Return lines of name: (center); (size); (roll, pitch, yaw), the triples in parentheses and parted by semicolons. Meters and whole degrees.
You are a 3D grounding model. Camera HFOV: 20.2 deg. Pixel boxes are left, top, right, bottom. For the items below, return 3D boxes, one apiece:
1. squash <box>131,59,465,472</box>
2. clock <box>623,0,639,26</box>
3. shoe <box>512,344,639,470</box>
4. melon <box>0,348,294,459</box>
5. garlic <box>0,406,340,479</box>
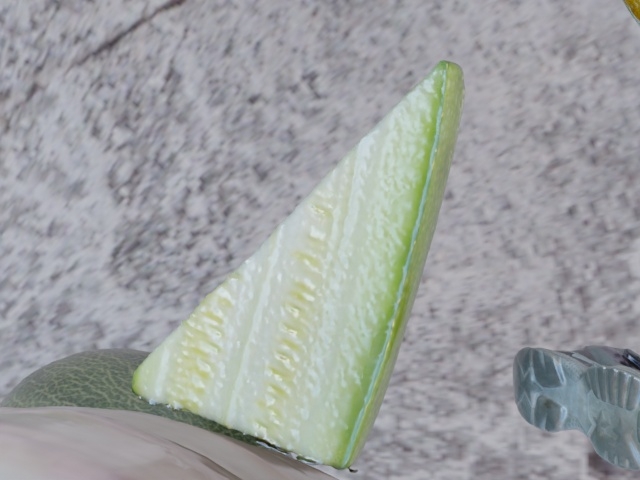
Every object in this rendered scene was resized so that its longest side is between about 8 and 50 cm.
squash: (0.000, 0.000, 1.256); (0.111, 0.203, 0.289); (-2, 106, -58)
clock: (0.189, -0.089, 0.590); (0.231, 0.103, 0.144); (1, 77, -29)
shoe: (0.221, 0.110, 1.281); (0.099, 0.169, 0.071); (-9, 105, -34)
melon: (-0.137, 0.216, 1.418); (0.237, 0.301, 0.237); (-27, 132, -35)
garlic: (-0.061, 0.180, 0.421); (0.317, 0.259, 0.317); (20, 66, -54)
